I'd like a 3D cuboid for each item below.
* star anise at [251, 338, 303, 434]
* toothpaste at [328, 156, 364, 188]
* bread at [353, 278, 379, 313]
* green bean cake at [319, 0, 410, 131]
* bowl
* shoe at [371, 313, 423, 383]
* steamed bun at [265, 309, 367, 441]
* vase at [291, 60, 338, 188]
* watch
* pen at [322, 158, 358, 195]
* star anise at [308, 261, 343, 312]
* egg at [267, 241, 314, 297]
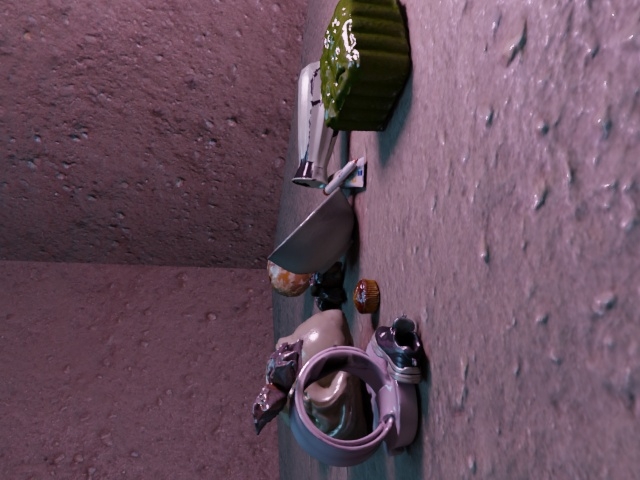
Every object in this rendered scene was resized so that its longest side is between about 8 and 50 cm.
[{"bbox_3d":[-0.087,0.284,1.087,0.195,0.065,0.183,-51,-16,-81],"label":"star anise"},{"bbox_3d":[0.072,-0.181,1.630,0.058,0.056,0.314,50,169,-10],"label":"toothpaste"},{"bbox_3d":[0.106,0.132,1.345,0.085,0.053,0.085,-177,90,-80],"label":"bread"},{"bbox_3d":[0.090,-0.401,1.281,0.250,0.156,0.247,114,155,-64],"label":"green bean cake"},{"bbox_3d":[0.000,0.000,1.588,0.289,0.146,0.289,-44,2,2],"label":"bowl"},{"bbox_3d":[0.150,0.186,1.057,0.169,0.071,0.100,-121,38,-66],"label":"shoe"},{"bbox_3d":[-0.014,0.345,1.355,0.324,0.219,0.310,75,-172,-56],"label":"steamed bun"},{"bbox_3d":[-0.003,-0.343,1.693,0.165,0.164,0.361,153,125,-79],"label":"vase"},{"bbox_3d":[0.053,0.307,1.106,0.196,0.231,0.244,101,164,-53],"label":"watch"},{"bbox_3d":[0.056,-0.176,1.568,0.218,0.026,0.026,139,134,-61],"label":"pen"},{"bbox_3d":[0.014,0.135,1.751,0.220,0.098,0.214,109,151,-58],"label":"star anise"},{"bbox_3d":[-0.115,0.108,2.215,0.195,0.194,0.234,126,145,-72],"label":"egg"}]
